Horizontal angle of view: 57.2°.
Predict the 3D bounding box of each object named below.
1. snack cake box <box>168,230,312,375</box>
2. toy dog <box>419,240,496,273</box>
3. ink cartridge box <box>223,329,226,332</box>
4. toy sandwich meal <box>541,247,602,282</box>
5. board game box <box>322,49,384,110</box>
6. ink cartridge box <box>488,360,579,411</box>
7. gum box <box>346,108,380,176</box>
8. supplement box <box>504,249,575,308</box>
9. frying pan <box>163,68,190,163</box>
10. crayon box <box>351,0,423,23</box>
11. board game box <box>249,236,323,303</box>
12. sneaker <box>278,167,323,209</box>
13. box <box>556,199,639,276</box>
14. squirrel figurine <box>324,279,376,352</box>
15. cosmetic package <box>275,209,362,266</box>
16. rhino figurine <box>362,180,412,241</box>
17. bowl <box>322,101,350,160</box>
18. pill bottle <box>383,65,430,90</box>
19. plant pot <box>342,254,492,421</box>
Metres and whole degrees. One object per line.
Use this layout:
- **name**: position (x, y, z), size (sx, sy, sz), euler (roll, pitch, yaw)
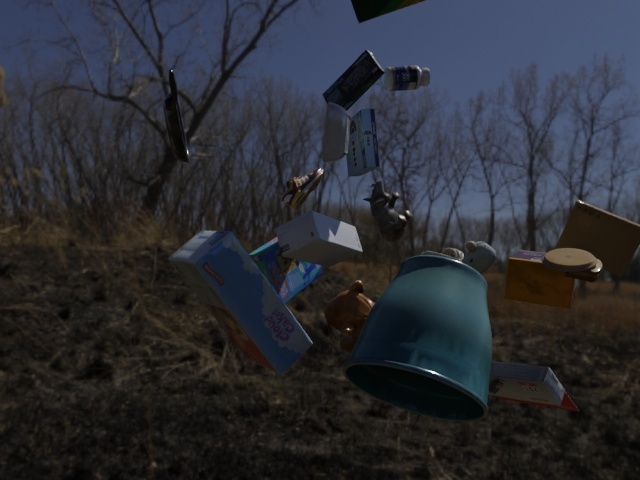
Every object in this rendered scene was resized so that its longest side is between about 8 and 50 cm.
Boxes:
- **snack cake box**: position (-0.146, 0.110, 1.071), size (0.089, 0.264, 0.152), euler (-43, 22, -24)
- **toy dog**: position (0.293, 0.112, 1.546), size (0.161, 0.333, 0.220), euler (42, -16, -28)
- **ink cartridge box**: position (-0.236, 0.179, 1.842), size (0.056, 0.224, 0.181), euler (32, 0, 15)
- **toy sandwich meal**: position (0.375, 0.037, 0.879), size (0.086, 0.029, 0.085), euler (-7, 20, 2)
- **board game box**: position (0.092, -0.449, 1.689), size (0.186, 0.126, 0.026), euler (-42, -49, 21)
- **ink cartridge box**: position (0.611, 0.462, 1.803), size (0.275, 0.060, 0.239), euler (-6, -47, 48)
- **gum box**: position (0.112, -0.267, 1.636), size (0.041, 0.156, 0.184), euler (-5, 0, -13)
- **supplement box**: position (0.691, 0.115, 1.821), size (0.191, 0.129, 0.194), euler (8, 11, 28)
- **frying pan**: position (-0.364, -0.293, 1.479), size (0.053, 0.197, 0.326), euler (-11, 4, -8)
- **crayon box**: position (0.253, -0.702, 1.586), size (0.319, 0.081, 0.202), euler (-11, 32, 21)
- **board game box**: position (-0.088, 0.065, 1.598), size (0.047, 0.160, 0.210), euler (-5, 20, 39)
- **sneaker**: position (-0.061, -0.185, 1.888), size (0.084, 0.185, 0.069), euler (31, -36, 9)
- **box**: position (0.808, -0.006, 1.702), size (0.201, 0.164, 0.021), euler (29, 37, 26)
- **squirrel figurine**: position (0.216, 0.283, 1.952), size (0.397, 0.281, 0.370), euler (0, -32, 43)
- **cosmetic package**: position (0.000, 0.000, 1.497), size (0.117, 0.085, 0.231), euler (-25, -22, 24)
- **rhino figurine**: position (0.190, -0.094, 1.745), size (0.073, 0.106, 0.243), euler (8, 37, -28)
- **bowl**: position (0.041, -0.259, 1.429), size (0.053, 0.142, 0.142), euler (6, 5, 7)
- **pill bottle**: position (0.243, -0.456, 1.650), size (0.120, 0.067, 0.067), euler (-6, -3, -9)
- **plant pot**: position (0.211, 0.178, 1.139), size (0.272, 0.255, 0.271), euler (17, -26, 9)
